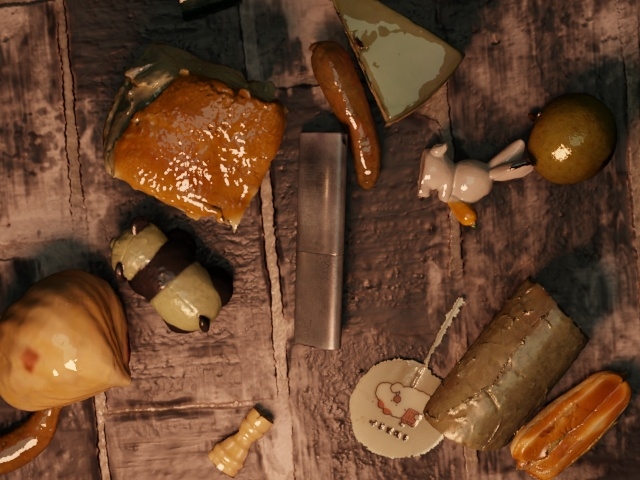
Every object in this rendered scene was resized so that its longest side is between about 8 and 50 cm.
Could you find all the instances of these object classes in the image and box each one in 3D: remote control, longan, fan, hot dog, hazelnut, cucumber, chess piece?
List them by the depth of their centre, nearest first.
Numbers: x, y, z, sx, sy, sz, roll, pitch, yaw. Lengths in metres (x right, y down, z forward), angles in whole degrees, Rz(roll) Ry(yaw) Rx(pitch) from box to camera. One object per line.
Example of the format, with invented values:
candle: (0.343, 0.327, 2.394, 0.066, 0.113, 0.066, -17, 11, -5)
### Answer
hazelnut: (-0.426, 0.178, 1.682, 0.241, 0.261, 0.261, 44, 94, -3)
longan: (0.422, -0.178, 1.700, 0.154, 0.176, 0.145, -39, 136, -20)
cucumber: (-0.200, -0.453, 1.713, 0.115, 0.062, 0.117, -17, 96, -2)
remote control: (0.000, 0.000, 1.740, 0.044, 0.107, 0.378, -4, 97, -43)
hot dog: (0.451, 0.324, 1.770, 0.269, 0.072, 0.109, -42, 95, 5)
chess piece: (-0.139, 0.361, 1.786, 0.066, 0.066, 0.122, 42, 88, -3)
fan: (0.177, 0.246, 1.795, 0.190, 0.009, 0.329, 25, 97, -3)

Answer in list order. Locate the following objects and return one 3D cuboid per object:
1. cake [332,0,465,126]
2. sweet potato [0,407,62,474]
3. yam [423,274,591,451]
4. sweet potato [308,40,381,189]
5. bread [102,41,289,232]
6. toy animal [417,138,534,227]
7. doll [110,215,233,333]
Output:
cake: (0.124, -0.358, 1.675, 0.172, 0.158, 0.284, -26, 91, 2)
sweet potato: (-0.561, 0.358, 1.780, 0.346, 0.079, 0.108, -29, 82, 0)
yam: (0.324, 0.222, 1.715, 0.168, 0.168, 0.304, 36, 95, -3)
sweet potato: (0.055, -0.222, 1.729, 0.075, 0.075, 0.273, -22, 99, 2)
bread: (-0.216, -0.185, 1.652, 0.278, 0.225, 0.250, 22, 101, -10)
toy animal: (0.263, -0.107, 1.705, 0.181, 0.131, 0.127, 10, 138, -3)
doll: (-0.262, 0.061, 1.725, 0.143, 0.135, 0.234, -44, 89, 2)
